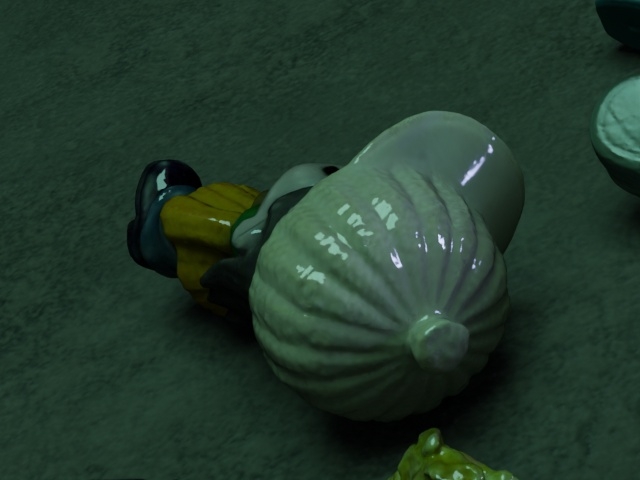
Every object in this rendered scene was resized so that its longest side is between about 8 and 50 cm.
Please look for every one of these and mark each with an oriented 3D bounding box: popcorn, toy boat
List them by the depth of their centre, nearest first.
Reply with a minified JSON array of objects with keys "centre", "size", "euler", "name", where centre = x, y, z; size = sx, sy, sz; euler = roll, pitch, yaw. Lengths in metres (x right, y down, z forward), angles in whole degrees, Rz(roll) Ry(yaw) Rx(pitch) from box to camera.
[{"centre":[0.068,0.168,0.822],"size":[0.109,0.089,0.097],"euler":[-7,48,16],"name":"popcorn"},{"centre":[0.326,-0.207,1.175],"size":[0.175,0.091,0.110],"euler":[21,70,40],"name":"toy boat"}]

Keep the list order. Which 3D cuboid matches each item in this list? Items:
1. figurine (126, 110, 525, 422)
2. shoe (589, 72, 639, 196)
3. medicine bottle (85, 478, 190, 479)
[{"centre":[-0.012,0.028,1.003],"size":[0.332,0.185,0.204],"euler":[-10,65,48],"name":"figurine"},{"centre":[0.317,-0.060,0.992],"size":[0.251,0.100,0.103],"euler":[12,87,21],"name":"shoe"},{"centre":[-0.055,0.271,0.535],"size":[0.190,0.332,0.190],"euler":[-11,34,8],"name":"medicine bottle"}]
